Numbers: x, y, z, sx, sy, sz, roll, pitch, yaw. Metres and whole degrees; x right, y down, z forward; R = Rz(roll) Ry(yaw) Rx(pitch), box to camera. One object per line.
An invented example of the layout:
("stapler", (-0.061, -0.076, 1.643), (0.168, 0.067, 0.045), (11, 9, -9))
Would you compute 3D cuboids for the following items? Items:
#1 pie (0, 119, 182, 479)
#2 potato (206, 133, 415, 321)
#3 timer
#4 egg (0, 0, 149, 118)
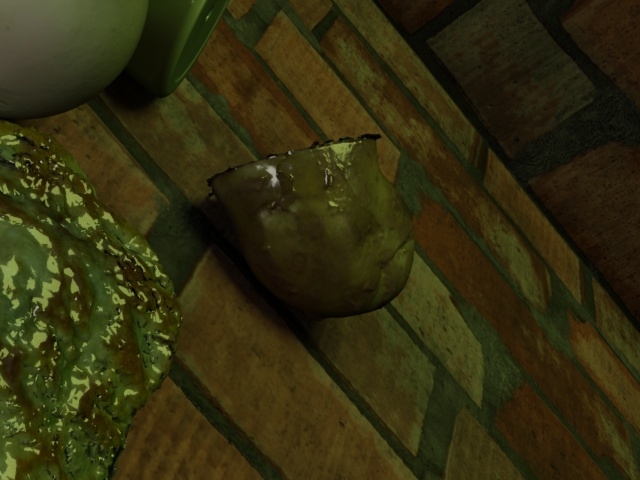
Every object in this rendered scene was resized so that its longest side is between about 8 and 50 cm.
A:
("pie", (-0.313, 0.080, 1.178), (0.395, 0.180, 0.418), (50, 29, -14))
("potato", (0.000, 0.000, 1.863), (0.301, 0.288, 0.237), (134, -59, -77))
("timer", (-0.296, -0.403, 1.873), (0.315, 0.291, 0.291), (28, 25, -3))
("egg", (-0.335, -0.286, 1.464), (0.283, 0.345, 0.283), (7, 76, -30))
